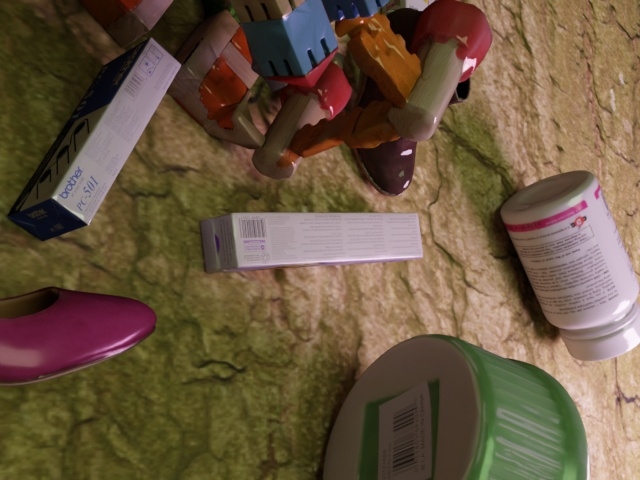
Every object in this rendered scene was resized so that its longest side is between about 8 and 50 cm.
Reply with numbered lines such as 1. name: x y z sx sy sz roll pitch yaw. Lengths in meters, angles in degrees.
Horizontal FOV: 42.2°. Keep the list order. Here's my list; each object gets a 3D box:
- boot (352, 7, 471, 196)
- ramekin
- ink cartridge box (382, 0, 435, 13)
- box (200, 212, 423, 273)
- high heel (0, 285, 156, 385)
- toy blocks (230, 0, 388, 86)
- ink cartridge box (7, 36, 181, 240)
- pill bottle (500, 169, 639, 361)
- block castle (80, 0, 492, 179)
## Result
1. boot: 0.117 -0.172 1.061 0.090 0.207 0.248 -11 101 -23
2. ramekin: 0.138 0.255 0.955 0.148 0.303 0.303 30 61 -27
3. ink cartridge box: 0.138 -0.353 1.248 0.088 0.052 0.122 11 75 -42
4. box: 0.000 0.000 1.033 0.324 0.063 0.067 -3 85 -44
5. high heel: -0.309 0.029 0.680 0.377 0.127 0.181 -5 95 -41
6. toy blocks: 0.030 -0.301 0.664 0.381 0.190 0.261 -48 128 -32
7. ink cartridge box: -0.221 -0.101 0.820 0.046 0.097 0.207 41 55 -30
8. pill bottle: 0.419 0.044 1.355 0.160 0.160 0.283 -38 107 -41
9. block castle: -0.058 -0.296 0.876 0.453 0.303 0.213 46 52 -28
